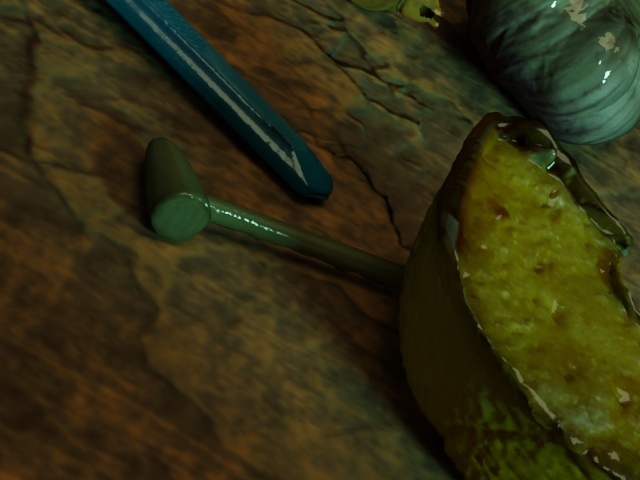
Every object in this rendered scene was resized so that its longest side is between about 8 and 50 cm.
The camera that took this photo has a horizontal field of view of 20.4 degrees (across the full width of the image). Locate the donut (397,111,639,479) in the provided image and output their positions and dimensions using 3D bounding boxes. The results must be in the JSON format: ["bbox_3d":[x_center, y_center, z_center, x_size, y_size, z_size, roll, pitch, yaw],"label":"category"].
[{"bbox_3d":[0.119,0.067,0.811,0.259,0.101,0.152,49,39,9],"label":"donut"}]

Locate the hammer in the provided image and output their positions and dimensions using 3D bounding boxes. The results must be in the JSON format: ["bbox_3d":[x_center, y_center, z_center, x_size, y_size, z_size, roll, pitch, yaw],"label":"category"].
[{"bbox_3d":[0.000,0.000,0.877,0.195,0.028,0.060,21,29,-26],"label":"hammer"}]

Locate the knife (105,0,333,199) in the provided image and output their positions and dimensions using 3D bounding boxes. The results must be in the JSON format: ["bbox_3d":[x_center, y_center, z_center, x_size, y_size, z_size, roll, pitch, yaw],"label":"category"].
[{"bbox_3d":[-0.100,-0.124,0.935,0.296,0.026,0.044,46,20,11],"label":"knife"}]

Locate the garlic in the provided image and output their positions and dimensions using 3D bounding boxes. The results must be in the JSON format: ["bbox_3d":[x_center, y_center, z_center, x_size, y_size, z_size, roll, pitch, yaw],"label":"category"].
[{"bbox_3d":[0.150,-0.130,1.103,0.147,0.102,0.159,23,44,-42],"label":"garlic"}]

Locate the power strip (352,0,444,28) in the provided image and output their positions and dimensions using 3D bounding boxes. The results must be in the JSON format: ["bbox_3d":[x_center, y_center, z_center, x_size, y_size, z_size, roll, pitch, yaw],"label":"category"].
[{"bbox_3d":[0.011,-0.192,1.100,0.178,0.049,0.028,44,27,13],"label":"power strip"}]
